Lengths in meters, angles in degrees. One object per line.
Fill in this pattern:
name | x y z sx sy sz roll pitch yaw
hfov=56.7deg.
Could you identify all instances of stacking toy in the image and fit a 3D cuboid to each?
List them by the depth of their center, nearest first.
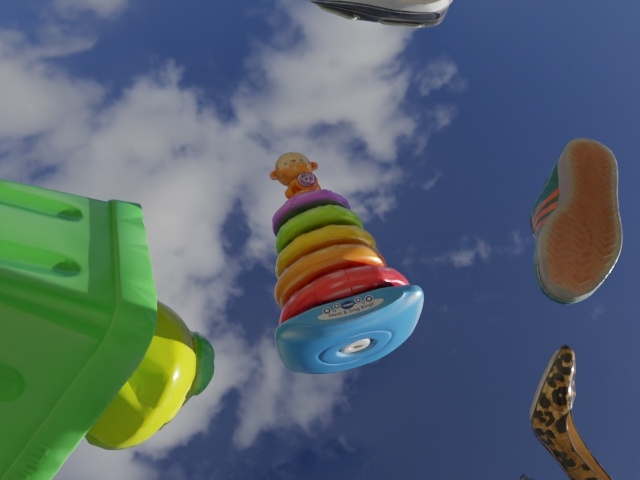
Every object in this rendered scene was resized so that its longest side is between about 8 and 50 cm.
stacking toy | 0.000 0.000 0.755 0.175 0.165 0.301 -15 -119 -6

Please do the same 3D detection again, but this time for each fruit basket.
fruit basket | -0.258 0.148 0.612 0.392 0.392 0.283 -26 -144 -3

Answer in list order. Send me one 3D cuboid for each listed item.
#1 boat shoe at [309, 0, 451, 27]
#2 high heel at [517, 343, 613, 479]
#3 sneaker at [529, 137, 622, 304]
boat shoe | 0.027 -0.350 0.793 0.302 0.102 0.108 12 -100 4
high heel | 0.392 0.288 0.836 0.186 0.093 0.261 13 -78 32
sneaker | 0.369 -0.013 0.878 0.108 0.121 0.302 22 -126 9
